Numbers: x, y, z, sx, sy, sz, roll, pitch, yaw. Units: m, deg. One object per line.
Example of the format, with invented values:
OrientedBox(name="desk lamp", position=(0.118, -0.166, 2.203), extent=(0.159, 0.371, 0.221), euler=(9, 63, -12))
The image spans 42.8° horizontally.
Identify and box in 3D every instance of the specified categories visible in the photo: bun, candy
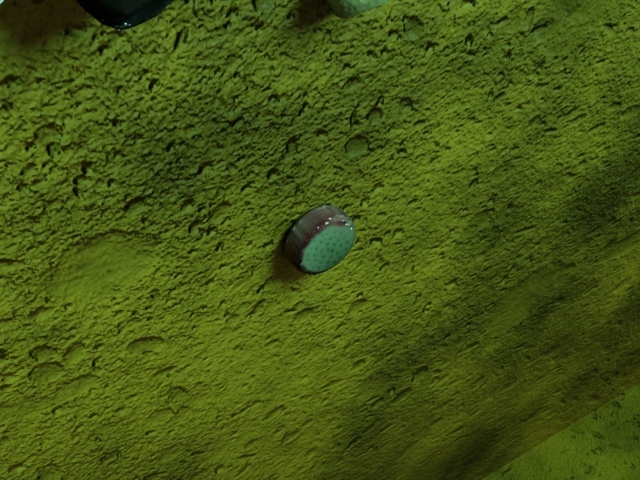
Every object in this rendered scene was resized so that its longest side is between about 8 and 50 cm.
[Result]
OrientedBox(name="bun", position=(0.041, -0.264, 0.828), extent=(0.086, 0.086, 0.055), euler=(-34, 114, -9))
OrientedBox(name="candy", position=(0.000, 0.000, 1.109), extent=(0.103, 0.043, 0.103), euler=(-25, 143, -21))

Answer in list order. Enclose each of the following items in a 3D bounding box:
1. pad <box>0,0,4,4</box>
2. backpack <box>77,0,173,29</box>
OrientedBox(name="pad", position=(-0.280, -0.230, 0.401), extent=(0.315, 0.063, 0.375), euler=(43, 68, -31))
OrientedBox(name="backpack", position=(-0.136, -0.249, 0.644), extent=(0.165, 0.120, 0.106), euler=(-42, 124, 2))
